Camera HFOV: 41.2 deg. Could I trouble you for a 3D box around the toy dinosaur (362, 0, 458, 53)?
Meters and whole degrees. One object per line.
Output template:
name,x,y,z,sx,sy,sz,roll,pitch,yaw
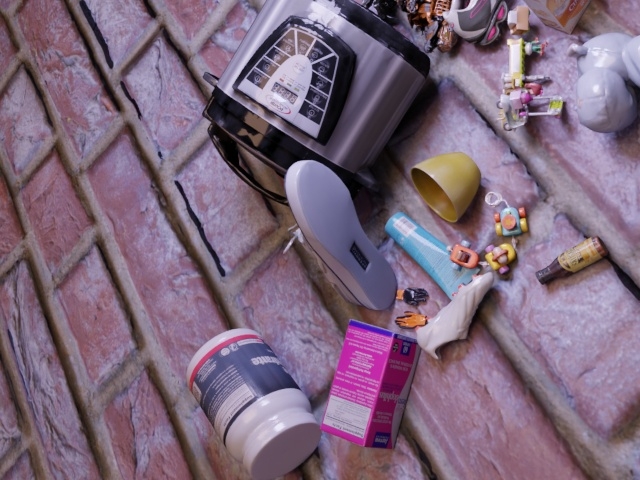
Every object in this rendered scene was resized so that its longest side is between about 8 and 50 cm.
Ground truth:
toy dinosaur,0.208,-0.536,1.807,0.218,0.164,0.322,-12,50,19

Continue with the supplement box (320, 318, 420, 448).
supplement box,0.098,0.277,1.635,0.114,0.111,0.220,14,85,38

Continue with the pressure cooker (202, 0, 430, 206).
pressure cooker,-0.019,-0.278,1.737,0.420,0.375,0.370,-57,33,9

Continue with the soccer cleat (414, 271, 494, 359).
soccer cleat,0.262,0.140,1.589,0.196,0.068,0.076,-47,69,18

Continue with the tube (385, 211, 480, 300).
tube,0.213,0.024,1.669,0.207,0.052,0.080,44,106,31

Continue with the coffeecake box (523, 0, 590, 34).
coffeecake box,0.437,-0.488,1.563,0.068,0.185,0.142,37,99,38

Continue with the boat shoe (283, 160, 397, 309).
boat shoe,0.005,-0.005,1.657,0.156,0.367,0.136,0,50,42

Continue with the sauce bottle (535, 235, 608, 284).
sauce bottle,0.439,0.038,1.495,0.128,0.042,0.042,-34,58,24

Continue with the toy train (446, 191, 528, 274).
toy train,0.311,-0.006,1.585,0.125,0.046,0.166,31,95,23

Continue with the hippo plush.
hippo plush,0.526,-0.298,1.408,0.236,0.234,0.294,0,77,36

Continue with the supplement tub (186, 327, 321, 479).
supplement tub,-0.138,0.331,1.745,0.191,0.191,0.272,-51,53,13

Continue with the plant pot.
plant pot,0.252,-0.116,1.640,0.095,0.134,0.134,-39,52,-10

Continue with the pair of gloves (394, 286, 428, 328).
pair of gloves,0.180,0.133,1.682,0.074,0.010,0.083,-6,70,37

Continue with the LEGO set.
LEGO set,0.400,-0.310,1.594,0.107,0.132,0.287,1,53,20

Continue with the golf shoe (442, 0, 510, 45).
golf shoe,0.331,-0.528,1.688,0.105,0.120,0.273,8,79,57
